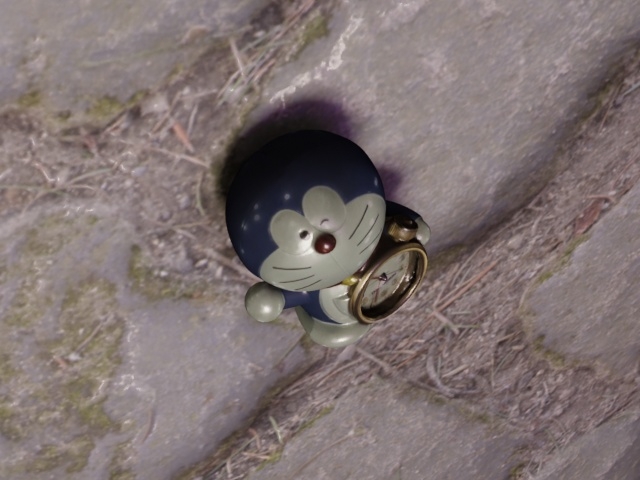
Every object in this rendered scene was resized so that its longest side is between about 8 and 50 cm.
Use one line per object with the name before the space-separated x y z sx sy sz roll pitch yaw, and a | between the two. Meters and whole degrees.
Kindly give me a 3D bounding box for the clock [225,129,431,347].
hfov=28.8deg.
clock | 0.000 0.000 1.219 0.199 0.146 0.243 -38 143 -6
